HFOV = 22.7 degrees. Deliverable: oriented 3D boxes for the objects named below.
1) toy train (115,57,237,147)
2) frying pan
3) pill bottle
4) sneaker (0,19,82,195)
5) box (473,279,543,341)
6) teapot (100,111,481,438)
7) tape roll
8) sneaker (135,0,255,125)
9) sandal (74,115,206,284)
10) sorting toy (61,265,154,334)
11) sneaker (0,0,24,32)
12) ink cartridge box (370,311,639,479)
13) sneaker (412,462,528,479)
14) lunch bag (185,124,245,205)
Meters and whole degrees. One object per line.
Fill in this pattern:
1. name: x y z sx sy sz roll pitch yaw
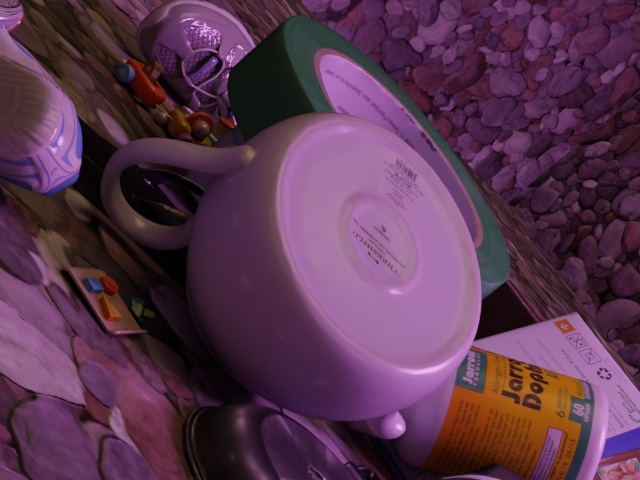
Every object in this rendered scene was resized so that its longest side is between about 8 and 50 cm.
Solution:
1. toy train: -0.139 -0.138 1.660 0.125 0.046 0.166 55 13 26
2. frying pan: 0.019 0.202 1.142 0.326 0.053 0.197 28 24 -54
3. pill bottle: 0.136 0.153 1.401 0.208 0.117 0.117 18 15 -4
4. sneaker: -0.246 -0.120 1.129 0.237 0.085 0.086 52 -16 30
5. box: 0.272 0.243 1.706 0.381 0.143 0.191 58 6 33
6. teapot: -0.017 0.033 1.236 0.253 0.187 0.256 -6 73 -46
7. tape roll: 0.049 -0.066 1.510 0.321 0.077 0.321 43 20 -20
8. sneaker: -0.091 -0.161 1.776 0.281 0.105 0.115 41 13 -39
9. sandal: -0.125 -0.025 1.308 0.254 0.054 0.097 41 13 -35
10. sorting toy: -0.144 0.041 1.121 0.062 0.012 0.083 51 11 13
11. sneaker: -0.308 -0.239 1.214 0.225 0.093 0.088 43 13 -34
12. ink cartridge box: 0.202 0.222 1.494 0.307 0.072 0.303 -14 54 -30
13. sneaker: 0.179 0.251 1.329 0.276 0.097 0.135 17 18 -29
14. lunch bag: 0.000 0.000 1.563 0.279 0.108 0.224 49 14 -1
